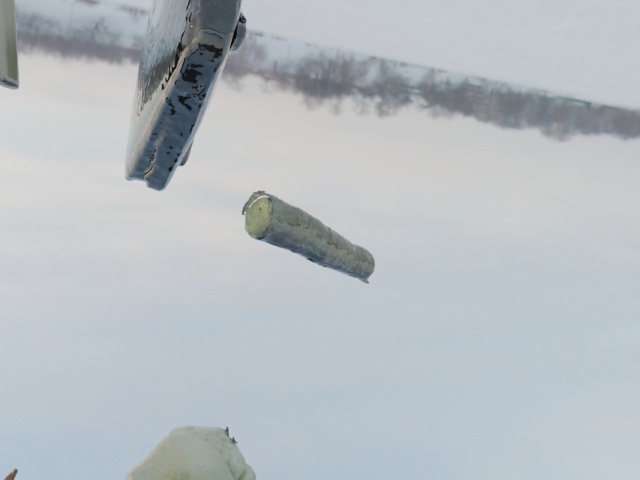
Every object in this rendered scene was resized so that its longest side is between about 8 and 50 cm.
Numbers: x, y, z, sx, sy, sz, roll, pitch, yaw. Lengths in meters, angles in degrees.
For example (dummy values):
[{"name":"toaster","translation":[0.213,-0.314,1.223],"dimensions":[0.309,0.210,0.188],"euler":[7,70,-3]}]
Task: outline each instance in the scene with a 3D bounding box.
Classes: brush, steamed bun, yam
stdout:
[{"name":"brush","translation":[-0.453,-0.366,1.178],"dimensions":[0.050,0.321,0.060],"euler":[-7,171,16]},{"name":"steamed bun","translation":[-0.185,0.432,1.195],"dimensions":[0.206,0.275,0.320],"euler":[-3,-141,-33]},{"name":"yam","translation":[0.000,0.000,0.561],"dimensions":[0.027,0.033,0.129],"euler":[-21,154,30]}]

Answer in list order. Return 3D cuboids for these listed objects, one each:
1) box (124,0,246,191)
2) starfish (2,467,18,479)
[{"name":"box","translation":[-0.162,-0.275,1.070],"dimensions":[0.090,0.351,0.359],"euler":[13,151,-18]},{"name":"starfish","translation":[-0.414,0.361,1.077],"dimensions":[0.133,0.131,0.041],"euler":[-15,168,12]}]
